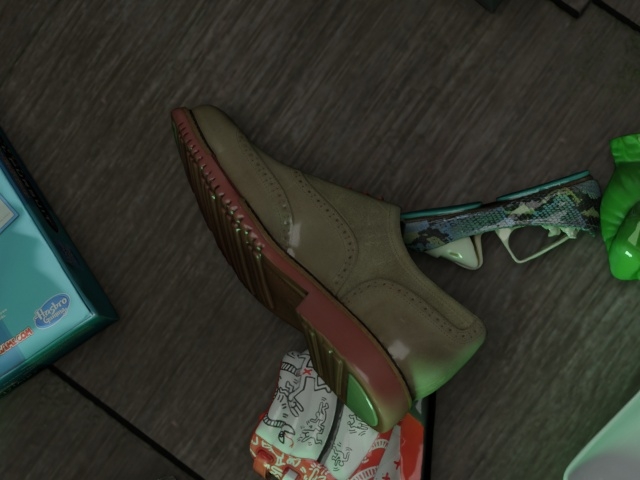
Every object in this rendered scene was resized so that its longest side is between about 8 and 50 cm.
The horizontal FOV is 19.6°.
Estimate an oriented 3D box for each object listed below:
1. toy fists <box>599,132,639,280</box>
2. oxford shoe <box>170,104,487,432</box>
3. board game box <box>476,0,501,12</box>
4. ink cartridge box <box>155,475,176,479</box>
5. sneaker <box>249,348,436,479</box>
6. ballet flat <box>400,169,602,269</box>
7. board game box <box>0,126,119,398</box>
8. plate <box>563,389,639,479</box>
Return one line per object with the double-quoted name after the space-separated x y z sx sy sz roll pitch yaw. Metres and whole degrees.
0.366 -0.027 1.490 0.279 0.096 0.142 -7 86 7 "toy fists"
0.000 0.000 1.521 0.130 0.123 0.348 -32 63 -13 "oxford shoe"
0.158 -0.380 1.553 0.224 0.097 0.303 41 93 9 "board game box"
-0.193 0.302 1.549 0.203 0.086 0.148 -24 82 7 "ink cartridge box"
0.014 0.219 1.525 0.145 0.090 0.270 3 82 10 "sneaker"
0.143 -0.008 1.539 0.188 0.070 0.070 -13 83 9 "ballet flat"
-0.371 -0.004 1.607 0.254 0.079 0.336 -33 81 5 "board game box"
0.379 0.169 1.459 0.277 0.045 0.278 39 102 -5 "plate"
